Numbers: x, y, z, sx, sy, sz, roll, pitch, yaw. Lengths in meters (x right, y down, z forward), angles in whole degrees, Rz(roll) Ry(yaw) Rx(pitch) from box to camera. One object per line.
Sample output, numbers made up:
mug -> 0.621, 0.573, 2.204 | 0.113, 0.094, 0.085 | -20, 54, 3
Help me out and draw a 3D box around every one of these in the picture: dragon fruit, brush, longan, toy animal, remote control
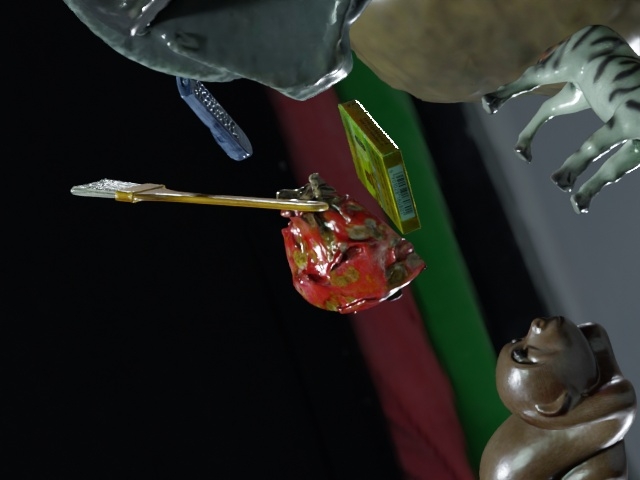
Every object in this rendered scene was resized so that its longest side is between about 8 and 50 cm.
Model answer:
dragon fruit -> 0.000, 0.000, 2.347 | 0.134, 0.262, 0.211 | -45, -60, -24
brush -> -0.124, -0.046, 1.645 | 0.103, 0.272, 0.013 | -30, -56, -75
longan -> 0.210, -0.343, 1.678 | 0.404, 0.436, 0.403 | 20, -114, -55
toy animal -> 0.259, -0.098, 1.311 | 0.170, 0.255, 0.090 | -51, -42, -13
remote control -> -0.120, -0.139, 1.738 | 0.152, 0.027, 0.043 | 52, -155, -51

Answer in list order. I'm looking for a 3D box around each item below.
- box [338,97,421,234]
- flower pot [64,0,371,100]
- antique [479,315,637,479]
box -> 0.077, -0.101, 2.044 | 0.193, 0.030, 0.121 | -122, 14, -59
flower pot -> -0.065, -0.254, 1.184 | 0.299, 0.299, 0.283 | 62, -171, -12
antique -> 0.236, 0.190, 1.557 | 0.121, 0.143, 0.256 | -104, 10, -50
